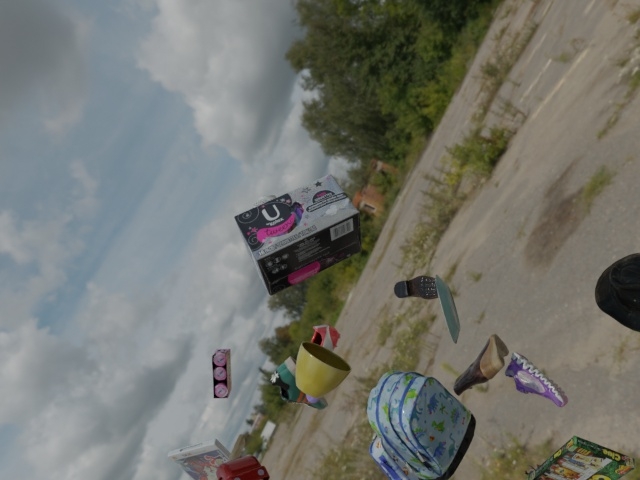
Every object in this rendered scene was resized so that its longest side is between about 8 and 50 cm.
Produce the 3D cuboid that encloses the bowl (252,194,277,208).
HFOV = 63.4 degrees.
[{"bbox_3d":[-0.222,-0.148,2.218,0.170,0.170,0.080,18,-119,-86],"label":"bowl"}]

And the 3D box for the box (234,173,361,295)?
[{"bbox_3d":[-0.047,-0.016,1.188,0.247,0.142,0.163,-26,-34,-12],"label":"box"}]

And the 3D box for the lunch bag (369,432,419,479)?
[{"bbox_3d":[0.339,0.870,2.062,0.243,0.303,0.115,-27,-20,-50],"label":"lunch bag"}]

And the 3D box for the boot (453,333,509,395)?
[{"bbox_3d":[0.572,0.445,1.877,0.207,0.090,0.248,-42,-4,24],"label":"boot"}]

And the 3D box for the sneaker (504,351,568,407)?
[{"bbox_3d":[0.730,0.493,1.778,0.095,0.236,0.104,30,-80,-43],"label":"sneaker"}]

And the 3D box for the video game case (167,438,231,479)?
[{"bbox_3d":[-0.342,0.699,1.609,0.184,0.201,0.023,-22,29,20],"label":"video game case"}]

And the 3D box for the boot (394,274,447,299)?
[{"bbox_3d":[0.361,0.156,1.741,0.219,0.106,0.082,-7,85,51],"label":"boot"}]

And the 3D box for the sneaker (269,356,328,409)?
[{"bbox_3d":[-0.081,0.541,1.882,0.121,0.302,0.108,-37,37,-4],"label":"sneaker"}]

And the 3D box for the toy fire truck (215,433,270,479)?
[{"bbox_3d":[-0.195,0.569,1.229,0.159,0.246,0.217,-5,-51,-34],"label":"toy fire truck"}]

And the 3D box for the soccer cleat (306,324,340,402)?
[{"bbox_3d":[-0.014,0.376,1.590,0.083,0.095,0.247,21,95,54],"label":"soccer cleat"}]

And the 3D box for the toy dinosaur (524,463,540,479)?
[{"bbox_3d":[0.718,0.773,1.728,0.082,0.090,0.047,-46,33,43],"label":"toy dinosaur"}]

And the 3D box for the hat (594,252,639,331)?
[{"bbox_3d":[1.068,0.135,1.710,0.331,0.134,0.331,-27,37,23],"label":"hat"}]

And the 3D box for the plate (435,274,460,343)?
[{"bbox_3d":[0.341,0.178,1.369,0.188,0.024,0.188,-17,-90,-74],"label":"plate"}]

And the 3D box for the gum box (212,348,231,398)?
[{"bbox_3d":[-0.406,0.542,2.141,0.107,0.062,0.188,-136,44,-87],"label":"gum box"}]

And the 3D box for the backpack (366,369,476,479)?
[{"bbox_3d":[0.312,0.557,1.621,0.290,0.355,0.273,-51,6,-25],"label":"backpack"}]

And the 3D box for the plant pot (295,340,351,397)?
[{"bbox_3d":[-0.007,0.316,1.234,0.095,0.134,0.134,-62,-4,3],"label":"plant pot"}]

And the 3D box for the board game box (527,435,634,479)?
[{"bbox_3d":[0.616,0.558,1.247,0.259,0.136,0.030,99,-169,-46],"label":"board game box"}]
